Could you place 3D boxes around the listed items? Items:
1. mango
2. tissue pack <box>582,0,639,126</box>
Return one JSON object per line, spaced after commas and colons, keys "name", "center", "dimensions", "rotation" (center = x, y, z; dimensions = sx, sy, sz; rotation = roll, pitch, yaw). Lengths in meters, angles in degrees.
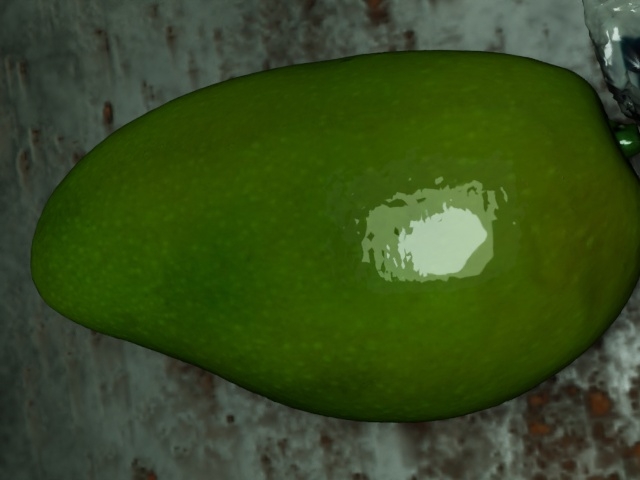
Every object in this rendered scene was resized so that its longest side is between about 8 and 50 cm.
{"name": "mango", "center": [0.000, 0.000, 0.785], "dimensions": [0.343, 0.156, 0.192], "rotation": [-3, 79, 22]}
{"name": "tissue pack", "center": [0.311, -0.205, 0.626], "dimensions": [0.417, 0.264, 0.253], "rotation": [-13, 83, 18]}
